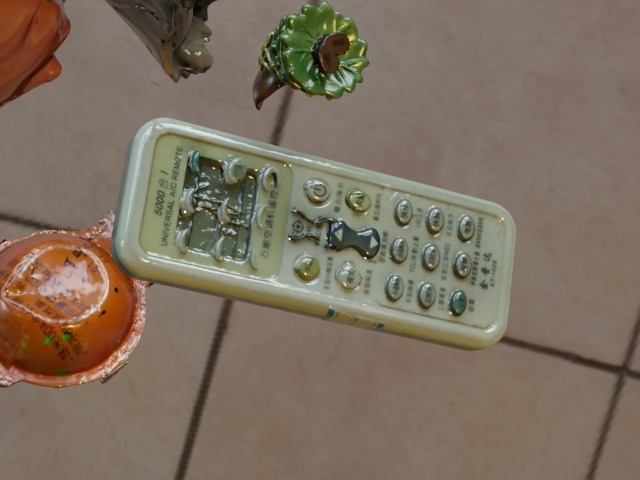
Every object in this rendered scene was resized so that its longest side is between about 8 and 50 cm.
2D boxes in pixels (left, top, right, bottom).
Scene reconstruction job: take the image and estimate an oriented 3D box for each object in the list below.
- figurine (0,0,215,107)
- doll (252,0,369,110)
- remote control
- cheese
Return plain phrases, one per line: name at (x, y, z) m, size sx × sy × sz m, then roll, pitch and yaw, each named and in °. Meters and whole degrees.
figurine at (-0.162, -0.138, 0.609) m, size 0.207 × 0.387 × 0.166 m, roll 37°, pitch 50°, yaw -38°
doll at (-0.027, -0.151, 1.067) m, size 0.076 × 0.113 × 0.078 m, roll 40°, pitch 68°, yaw -42°
remote control at (0.000, 0.000, 1.085) m, size 0.335 × 0.065 × 0.128 m, roll 14°, pitch 76°, yaw -20°
cheese at (-0.276, 0.049, 1.584) m, size 0.217 × 0.129 × 0.329 m, roll 40°, pitch 59°, yaw 12°
